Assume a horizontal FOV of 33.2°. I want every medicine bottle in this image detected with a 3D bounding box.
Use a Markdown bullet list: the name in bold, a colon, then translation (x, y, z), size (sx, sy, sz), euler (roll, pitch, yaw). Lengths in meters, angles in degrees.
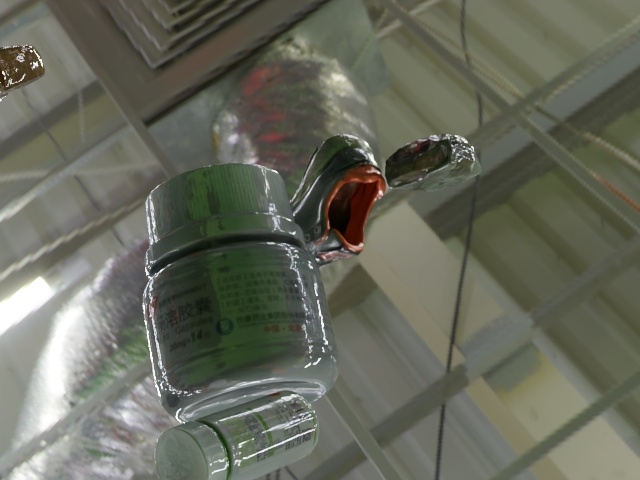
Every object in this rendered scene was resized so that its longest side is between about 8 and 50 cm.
- **medicine bottle**: translation (-0.117, 0.074, 1.451), size (0.245, 0.245, 0.306), euler (-16, -112, 10)
- **medicine bottle**: translation (-0.090, 0.227, 1.200), size (0.086, 0.183, 0.086), euler (7, -80, 39)

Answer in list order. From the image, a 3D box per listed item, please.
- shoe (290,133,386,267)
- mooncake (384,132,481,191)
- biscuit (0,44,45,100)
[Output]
- **shoe**: translation (0.000, 0.000, 1.731), size (0.336, 0.132, 0.171), euler (-54, -143, 9)
- **mooncake**: translation (0.172, -0.124, 1.689), size (0.130, 0.125, 0.073), euler (-22, -105, 29)
- **biscuit**: translation (-0.429, -0.126, 1.082), size (0.314, 0.063, 0.367), euler (-30, -169, -11)
